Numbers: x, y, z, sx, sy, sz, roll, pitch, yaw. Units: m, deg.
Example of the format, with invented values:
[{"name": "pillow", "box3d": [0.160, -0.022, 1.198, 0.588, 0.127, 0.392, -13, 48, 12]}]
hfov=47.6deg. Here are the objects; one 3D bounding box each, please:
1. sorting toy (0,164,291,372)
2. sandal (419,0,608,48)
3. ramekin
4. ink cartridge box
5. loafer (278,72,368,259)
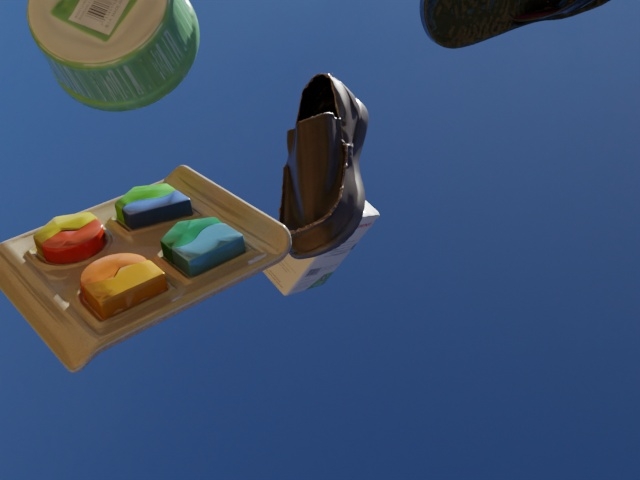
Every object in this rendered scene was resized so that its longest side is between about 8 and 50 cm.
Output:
[{"name": "sorting toy", "box3d": [-0.159, 0.005, 0.620, 0.193, 0.208, 0.038, 31, -40, 41]}, {"name": "sandal", "box3d": [0.392, -0.443, 1.241, 0.445, 0.168, 0.107, -25, -156, -2]}, {"name": "ramekin", "box3d": [-0.391, -0.410, 1.359, 0.303, 0.148, 0.304, -1, -105, 3]}, {"name": "ink cartridge box", "box3d": [0.000, 0.000, 1.511, 0.092, 0.160, 0.219, 46, -65, 18]}, {"name": "loafer", "box3d": [-0.013, -0.127, 1.135, 0.133, 0.130, 0.366, -20, -139, 25]}]
